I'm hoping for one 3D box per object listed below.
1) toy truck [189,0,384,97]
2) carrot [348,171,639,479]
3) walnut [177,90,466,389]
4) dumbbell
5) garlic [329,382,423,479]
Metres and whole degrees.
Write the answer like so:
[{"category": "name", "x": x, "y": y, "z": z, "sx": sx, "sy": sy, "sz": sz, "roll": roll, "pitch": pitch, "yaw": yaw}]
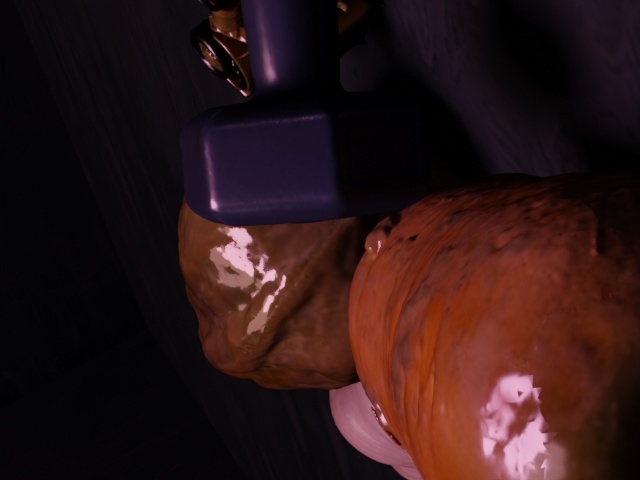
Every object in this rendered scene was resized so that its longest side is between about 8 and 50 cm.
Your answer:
[{"category": "toy truck", "x": -0.020, "y": -0.186, "z": 1.210, "sx": 0.127, "sy": 0.127, "sz": 0.257, "roll": 45, "pitch": 166, "yaw": 8}, {"category": "carrot", "x": 0.143, "y": 0.068, "z": 0.880, "sx": 0.224, "sy": 0.224, "sz": 0.340, "roll": 65, "pitch": 174, "yaw": -14}, {"category": "walnut", "x": 0.000, "y": 0.000, "z": 1.280, "sx": 0.227, "sy": 0.283, "sz": 0.283, "roll": 34, "pitch": 168, "yaw": -4}, {"category": "dumbbell", "x": -0.021, "y": -0.168, "z": 0.982, "sx": 0.156, "sy": 0.143, "sz": 0.316, "roll": -174, "pitch": 78, "yaw": -76}, {"category": "garlic", "x": 0.086, "y": 0.138, "z": 1.414, "sx": 0.229, "sy": 0.142, "sz": 0.178, "roll": 102, "pitch": 151, "yaw": -50}]
